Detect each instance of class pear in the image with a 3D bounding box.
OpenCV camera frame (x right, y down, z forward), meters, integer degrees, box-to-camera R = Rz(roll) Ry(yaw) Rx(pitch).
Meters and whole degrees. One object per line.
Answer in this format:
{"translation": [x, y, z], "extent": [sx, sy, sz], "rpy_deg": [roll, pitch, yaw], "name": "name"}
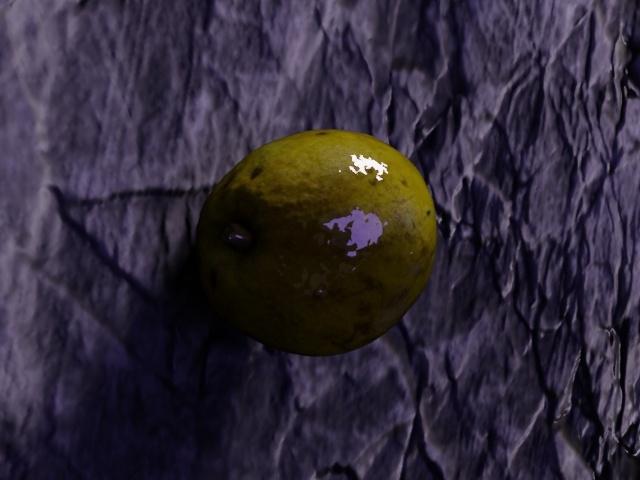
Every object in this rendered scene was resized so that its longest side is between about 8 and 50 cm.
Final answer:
{"translation": [0.000, 0.000, 0.927], "extent": [0.131, 0.107, 0.107], "rpy_deg": [-2, 97, -57], "name": "pear"}
